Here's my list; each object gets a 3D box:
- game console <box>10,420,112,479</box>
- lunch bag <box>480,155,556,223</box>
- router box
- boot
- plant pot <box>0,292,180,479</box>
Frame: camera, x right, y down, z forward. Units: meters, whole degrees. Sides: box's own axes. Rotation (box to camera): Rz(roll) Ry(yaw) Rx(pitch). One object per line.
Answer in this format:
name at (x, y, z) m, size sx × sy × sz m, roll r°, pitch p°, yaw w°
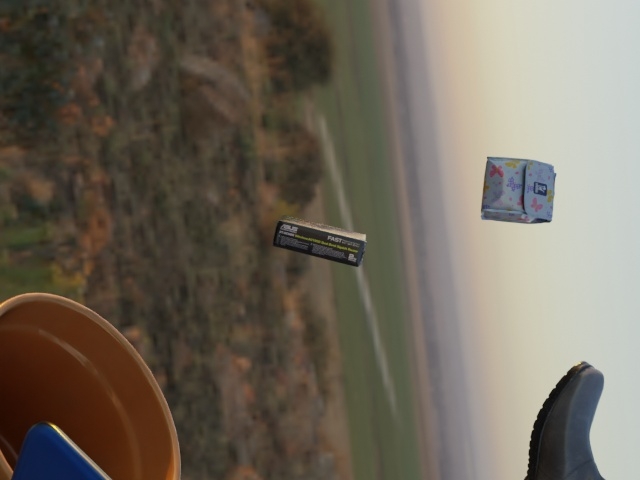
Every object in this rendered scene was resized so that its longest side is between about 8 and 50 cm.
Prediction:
game console at (-0.132, 0.319, 1.142) m, size 0.293 × 0.173 × 0.250 m, roll 36°, pitch -8°, yaw 37°
lunch bag at (0.231, -0.058, 1.695) m, size 0.053 × 0.083 × 0.071 m, roll 77°, pitch 20°, yaw -77°
router box at (0.000, 0.000, 1.963) m, size 0.092 × 0.122 × 0.038 m, roll -65°, pitch 169°, yaw -84°
boot at (0.416, 0.369, 2.195) m, size 0.118 × 0.222 × 0.338 m, roll 24°, pitch 87°, yaw -54°
plant pot at (-0.321, 0.229, 1.570) m, size 0.291 × 0.203 × 0.291 m, roll 39°, pitch 33°, yaw -32°
